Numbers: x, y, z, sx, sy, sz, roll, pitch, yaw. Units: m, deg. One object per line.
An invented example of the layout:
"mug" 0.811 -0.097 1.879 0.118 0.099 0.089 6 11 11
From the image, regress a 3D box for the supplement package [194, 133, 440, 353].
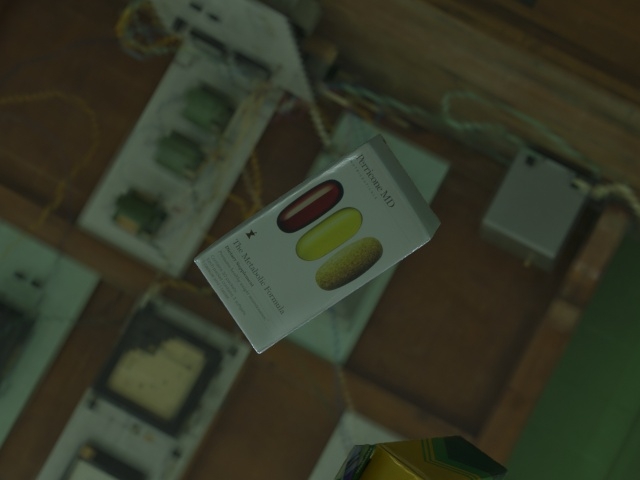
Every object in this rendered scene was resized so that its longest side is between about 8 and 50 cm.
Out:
"supplement package" 0.000 0.000 1.788 0.139 0.244 0.134 55 -167 -2

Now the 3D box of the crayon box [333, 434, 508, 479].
"crayon box" 0.081 0.326 1.712 0.083 0.203 0.323 35 -170 24
